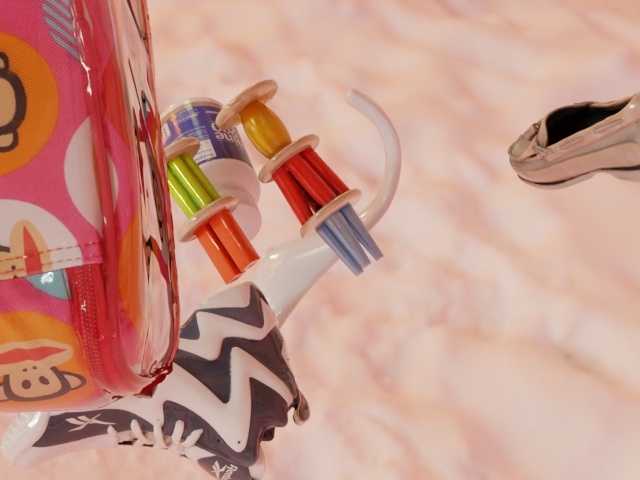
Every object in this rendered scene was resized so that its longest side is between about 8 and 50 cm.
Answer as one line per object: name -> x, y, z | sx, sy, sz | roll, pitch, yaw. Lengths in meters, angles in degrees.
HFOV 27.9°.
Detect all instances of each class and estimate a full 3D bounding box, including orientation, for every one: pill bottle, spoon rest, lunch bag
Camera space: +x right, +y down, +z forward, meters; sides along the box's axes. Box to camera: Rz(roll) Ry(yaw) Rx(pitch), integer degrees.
pill bottle -> -0.085, -0.050, 0.993 | 0.067, 0.067, 0.120 | -4, 45, -22
spoon rest -> 0.000, 0.000, 1.183 | 0.084, 0.276, 0.137 | 27, 10, 0
lunch bag -> -0.143, -0.059, 0.652 | 0.120, 0.293, 0.258 | -8, -4, -1

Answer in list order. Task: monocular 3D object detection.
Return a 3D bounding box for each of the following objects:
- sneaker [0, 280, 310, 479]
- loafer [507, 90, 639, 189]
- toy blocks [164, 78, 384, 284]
sneaker -> -0.112, 0.149, 0.993 | 0.235, 0.094, 0.153 | -28, 79, -26
loafer -> 0.125, -0.052, 0.605 | 0.045, 0.039, 0.125 | -50, 20, -15
toy blocks -> -0.038, -0.020, 0.896 | 0.148, 0.123, 0.054 | 53, -1, 9
